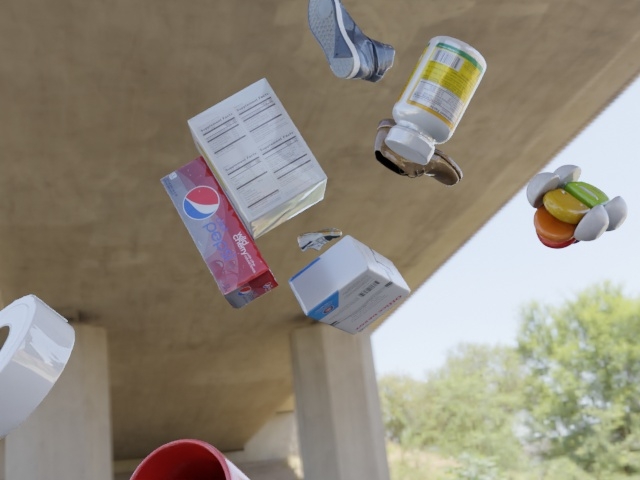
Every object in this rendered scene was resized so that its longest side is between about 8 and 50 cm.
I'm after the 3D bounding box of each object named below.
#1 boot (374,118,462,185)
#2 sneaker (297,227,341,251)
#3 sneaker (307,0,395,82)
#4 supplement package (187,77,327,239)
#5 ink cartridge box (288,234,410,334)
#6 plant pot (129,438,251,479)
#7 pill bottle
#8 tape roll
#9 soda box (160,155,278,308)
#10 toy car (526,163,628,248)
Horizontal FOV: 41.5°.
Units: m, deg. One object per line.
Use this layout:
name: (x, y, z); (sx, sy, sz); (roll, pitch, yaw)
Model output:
boot: (0.263, -0.209, 2.322); (0.305, 0.115, 0.112); (28, -24, -29)
sneaker: (0.000, 0.000, 1.583); (0.083, 0.037, 0.032); (-10, 15, 2)
sneaker: (0.068, -0.439, 1.812); (0.163, 0.226, 0.086); (-4, -20, -46)
supplement package: (-0.138, -0.176, 1.886); (0.198, 0.263, 0.199); (-31, -8, -8)
ink cartridge box: (0.058, 0.088, 1.591); (0.148, 0.086, 0.203); (-38, -29, 12)
plant pot: (-0.247, 0.585, 1.806); (0.274, 0.275, 0.243); (-15, -32, 21)
pill bottle: (0.201, -0.247, 1.509); (0.117, 0.209, 0.117); (28, -6, 3)
tape roll: (-0.605, 0.245, 1.620); (0.286, 0.286, 0.100); (-22, -55, 38)
soda box: (-0.176, -0.015, 1.471); (0.092, 0.263, 0.083); (-30, -24, -5)
toy car: (0.469, -0.048, 1.589); (0.182, 0.159, 0.136); (-19, -39, -43)
